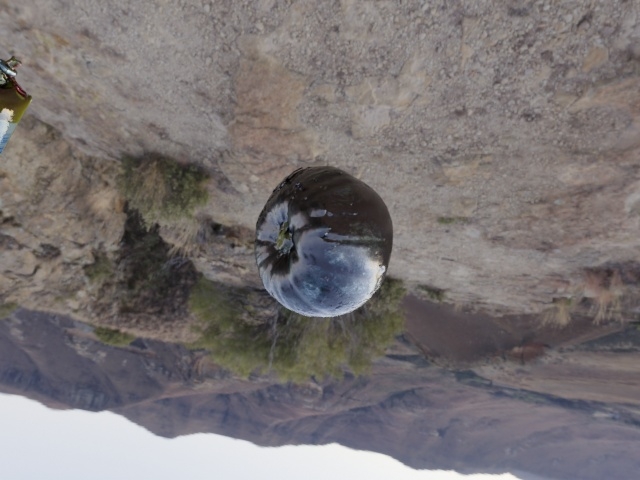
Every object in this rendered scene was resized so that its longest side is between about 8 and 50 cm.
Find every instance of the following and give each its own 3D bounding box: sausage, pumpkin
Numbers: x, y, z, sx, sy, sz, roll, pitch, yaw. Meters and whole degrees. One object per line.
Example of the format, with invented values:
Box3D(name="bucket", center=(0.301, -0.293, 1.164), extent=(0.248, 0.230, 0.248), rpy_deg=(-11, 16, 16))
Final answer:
Box3D(name="sausage", center=(-0.668, -0.219, 0.815), extent=(0.125, 0.317, 0.117), rpy_deg=(33, -170, -17))
Box3D(name="pumpkin", center=(0.000, 0.000, 0.647), extent=(0.163, 0.233, 0.233), rpy_deg=(6, 169, -37))
